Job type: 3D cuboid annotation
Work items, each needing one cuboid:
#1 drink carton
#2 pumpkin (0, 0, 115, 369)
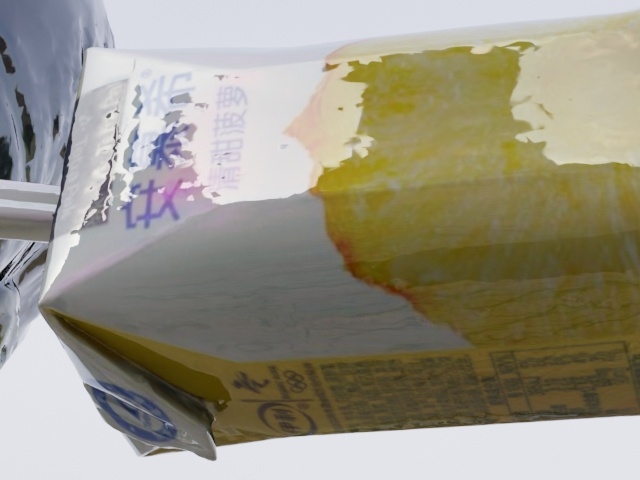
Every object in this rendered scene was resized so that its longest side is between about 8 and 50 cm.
[{"bbox_3d":[0.000,0.000,0.383,0.200,0.084,0.074,-5,-33,15],"label":"drink carton"},{"bbox_3d":[-0.192,-0.035,0.581,0.248,0.248,0.248,0,-46,0],"label":"pumpkin"}]
